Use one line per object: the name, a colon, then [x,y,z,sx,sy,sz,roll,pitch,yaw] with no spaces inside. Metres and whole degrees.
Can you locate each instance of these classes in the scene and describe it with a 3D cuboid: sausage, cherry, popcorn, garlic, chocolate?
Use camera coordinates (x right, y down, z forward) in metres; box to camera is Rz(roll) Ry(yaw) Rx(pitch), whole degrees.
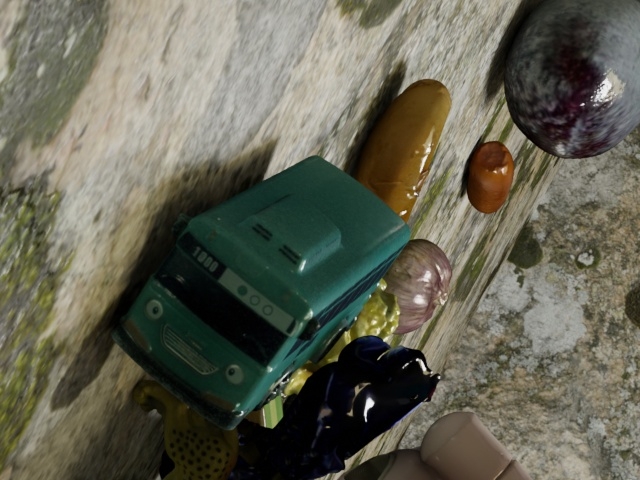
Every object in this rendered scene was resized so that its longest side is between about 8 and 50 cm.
sausage: [0.271,-0.097,2.329,0.076,0.076,0.197,-58,170,-14]
cherry: [0.377,-0.244,2.079,0.255,0.218,0.296,-56,163,4]
popcorn: [0.012,0.084,1.487,0.135,0.141,0.162,59,21,-74]
garlic: [0.126,0.065,2.008,0.147,0.102,0.159,-55,167,-22]
chocolate: [-0.024,0.181,1.281,0.343,0.148,0.126,-38,-133,48]

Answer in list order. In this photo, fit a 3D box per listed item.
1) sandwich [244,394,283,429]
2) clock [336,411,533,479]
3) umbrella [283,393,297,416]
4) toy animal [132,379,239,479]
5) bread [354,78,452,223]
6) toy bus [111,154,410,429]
sandwich: [-0.052,0.208,1.637,0.116,0.074,0.074,-64,169,15]
clock: [0.012,0.318,1.215,0.325,0.184,0.342,-35,170,-29]
umbrella: [-0.019,0.205,1.868,0.144,0.040,0.037,-56,176,-20]
toy animal: [-0.112,0.198,1.202,0.181,0.136,0.073,-62,168,-1]
bread: [0.080,-0.085,1.528,0.114,0.077,0.189,-86,-163,-67]
toy bus: [-0.037,0.030,1.129,0.147,0.128,0.256,-56,171,23]
